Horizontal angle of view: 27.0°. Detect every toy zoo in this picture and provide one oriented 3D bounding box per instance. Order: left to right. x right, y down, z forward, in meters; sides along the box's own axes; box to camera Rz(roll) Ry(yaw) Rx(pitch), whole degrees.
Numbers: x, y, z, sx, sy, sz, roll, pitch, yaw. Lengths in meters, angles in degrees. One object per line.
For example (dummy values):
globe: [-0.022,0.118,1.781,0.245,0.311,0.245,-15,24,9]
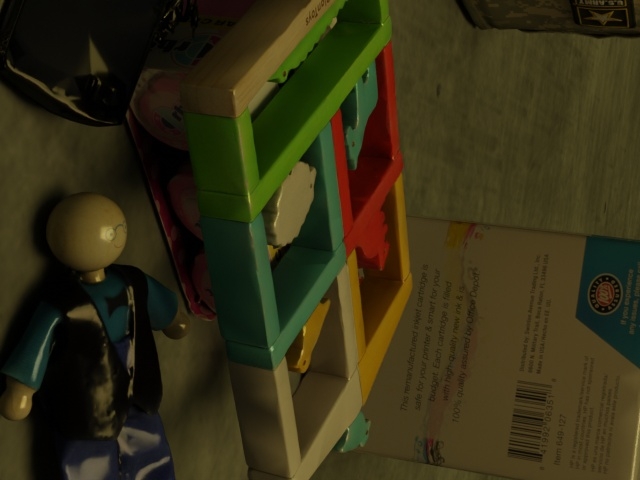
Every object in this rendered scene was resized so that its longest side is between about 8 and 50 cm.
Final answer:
toy zoo: [0.000,0.000,0.724,0.192,0.030,0.293,-57,148,-47]

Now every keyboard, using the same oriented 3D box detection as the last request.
keyboard: [-0.095,-0.140,0.631,0.100,0.038,0.192,35,64,-40]

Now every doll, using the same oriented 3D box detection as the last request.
doll: [-0.102,0.066,0.647,0.129,0.046,0.189,-32,121,-50]

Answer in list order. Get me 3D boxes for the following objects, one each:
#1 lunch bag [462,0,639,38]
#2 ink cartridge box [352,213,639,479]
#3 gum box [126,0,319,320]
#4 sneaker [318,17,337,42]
lunch bag: [0.232,-0.283,1.088,0.169,0.235,0.287,-66,153,-46]
ink cartridge box: [0.129,0.079,0.967,0.168,0.232,0.171,19,79,-70]
gum box: [-0.041,-0.048,0.732,0.188,0.062,0.107,77,30,-42]
sneaker: [0.082,-0.280,0.839,0.131,0.148,0.350,48,54,-62]
